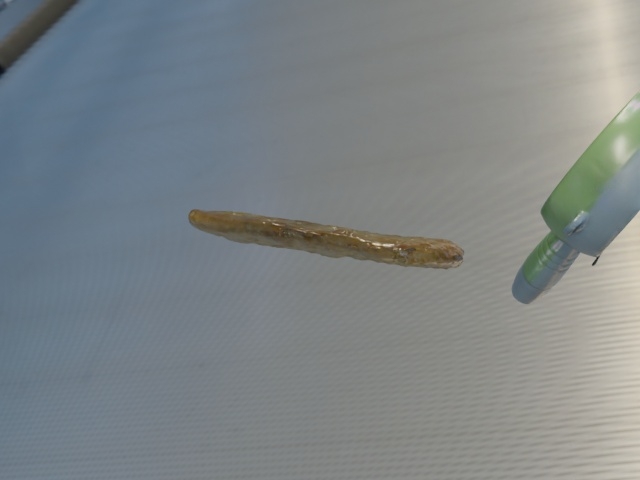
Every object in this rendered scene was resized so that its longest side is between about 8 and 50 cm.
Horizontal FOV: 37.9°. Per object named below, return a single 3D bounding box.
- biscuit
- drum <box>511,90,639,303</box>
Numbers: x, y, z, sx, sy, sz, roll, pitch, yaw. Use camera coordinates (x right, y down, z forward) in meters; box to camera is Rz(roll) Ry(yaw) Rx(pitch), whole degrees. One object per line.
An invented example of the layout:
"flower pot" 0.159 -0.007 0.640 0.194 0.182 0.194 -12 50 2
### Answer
"biscuit" 0.000 0.000 0.788 0.247 0.029 0.118 9 3 29
"drum" 0.173 -0.003 0.645 0.049 0.253 0.130 41 51 13
